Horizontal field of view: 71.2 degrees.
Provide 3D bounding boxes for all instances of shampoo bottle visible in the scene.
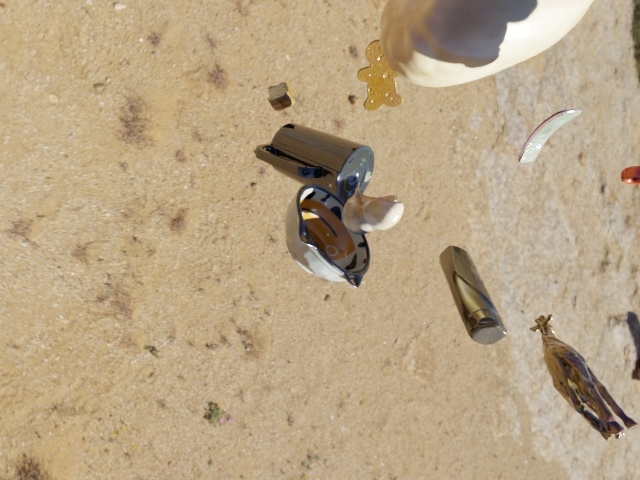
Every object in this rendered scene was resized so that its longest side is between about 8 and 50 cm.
[{"bbox_3d":[0.396,0.139,1.186,0.126,0.084,0.350,34,25,-14],"label":"shampoo bottle"}]

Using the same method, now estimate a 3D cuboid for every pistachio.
[{"bbox_3d":[0.242,-0.334,0.655,0.318,0.193,0.213,-12,143,-6],"label":"pistachio"}]

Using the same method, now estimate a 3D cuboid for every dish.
[{"bbox_3d":[0.000,0.000,1.155,0.303,0.120,0.303,35,36,-30],"label":"dish"}]

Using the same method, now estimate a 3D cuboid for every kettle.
[{"bbox_3d":[-0.023,-0.241,1.453,0.262,0.308,0.203,-46,148,-29],"label":"kettle"}]

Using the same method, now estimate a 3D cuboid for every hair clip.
[{"bbox_3d":[0.418,-0.195,0.826,0.054,0.137,0.022,-7,60,-21],"label":"hair clip"}]

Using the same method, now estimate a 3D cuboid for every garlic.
[{"bbox_3d":[0.133,-0.076,1.140,0.099,0.175,0.124,28,72,-34],"label":"garlic"}]

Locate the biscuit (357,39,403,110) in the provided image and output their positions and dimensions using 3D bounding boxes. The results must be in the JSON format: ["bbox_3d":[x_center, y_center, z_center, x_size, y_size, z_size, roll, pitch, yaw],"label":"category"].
[{"bbox_3d":[0.177,-0.481,1.300,0.031,0.138,0.205,-84,163,-46],"label":"biscuit"}]

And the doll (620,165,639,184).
[{"bbox_3d":[0.487,-0.071,0.424,0.200,0.337,0.105,21,74,-58],"label":"doll"}]

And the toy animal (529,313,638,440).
[{"bbox_3d":[0.379,0.189,0.686,0.149,0.275,0.054,36,110,-21],"label":"toy animal"}]

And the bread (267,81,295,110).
[{"bbox_3d":[-0.135,-0.490,1.534,0.070,0.083,0.076,49,27,-54],"label":"bread"}]
